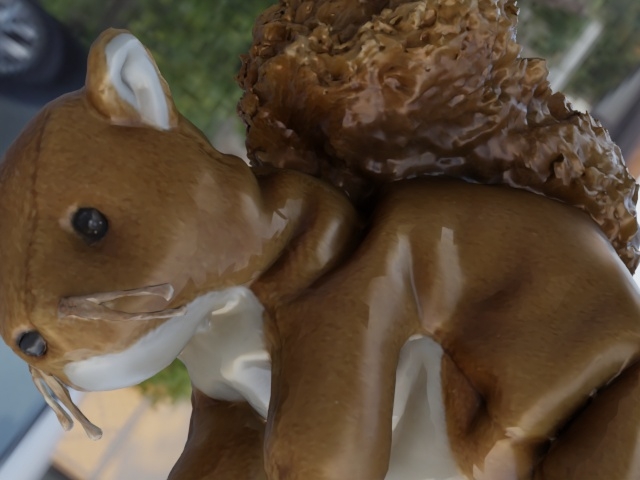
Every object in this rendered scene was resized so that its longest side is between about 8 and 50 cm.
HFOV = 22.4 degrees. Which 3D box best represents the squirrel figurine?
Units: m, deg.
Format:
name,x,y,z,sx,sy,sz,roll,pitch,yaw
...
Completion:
name,x,y,z,sx,sy,sz,roll,pitch,yaw
squirrel figurine,0.000,0.000,0.960,0.281,0.370,0.397,-47,-164,58
